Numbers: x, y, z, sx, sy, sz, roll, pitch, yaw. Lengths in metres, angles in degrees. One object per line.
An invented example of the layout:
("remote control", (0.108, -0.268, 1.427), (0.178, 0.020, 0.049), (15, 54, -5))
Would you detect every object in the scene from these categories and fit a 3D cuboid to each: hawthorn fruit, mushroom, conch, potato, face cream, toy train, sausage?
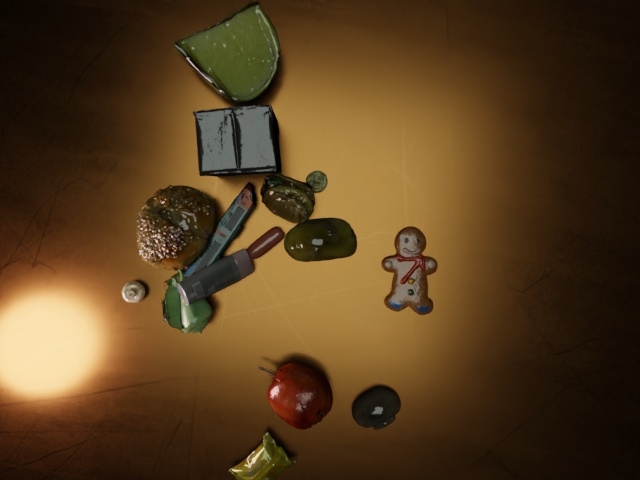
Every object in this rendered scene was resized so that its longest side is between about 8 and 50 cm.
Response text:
("hawthorn fruit", (-0.098, 0.534, 1.801), (0.299, 0.211, 0.211), (34, 91, 9))
("mushroom", (0.204, 0.622, 1.849), (0.188, 0.117, 0.141), (-30, 80, 5))
("conch", (-0.496, 0.233, 1.819), (0.250, 0.137, 0.143), (43, 114, 9))
("potato", (-0.305, -0.631, 1.782), (0.330, 0.213, 0.280), (-33, 109, -9))
("face cream", (-0.367, 0.131, 1.789), (0.269, 0.073, 0.107), (-28, 121, -26))
("potato", (0.000, 0.000, 1.826), (0.272, 0.111, 0.160), (-4, 94, 1))
("toy train", (-0.346, -0.026, 1.836), (0.089, 0.086, 0.409), (35, 91, -2))
("mushroom", (-0.686, 0.190, 1.851), (0.084, 0.067, 0.083), (0, 88, -6))
("sausage", (-0.202, 0.009, 1.848), (0.154, 0.062, 0.062), (-38, 91, 1))

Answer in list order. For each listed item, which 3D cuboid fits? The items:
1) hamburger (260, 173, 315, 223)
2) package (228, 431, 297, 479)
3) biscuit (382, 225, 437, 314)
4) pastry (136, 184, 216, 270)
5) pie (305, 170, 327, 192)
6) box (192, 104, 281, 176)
("hamburger", (-0.112, -0.155, 1.799), (0.206, 0.183, 0.130), (26, 57, 1))
("package", (-0.211, 0.832, 1.858), (0.226, 0.090, 0.168), (-44, 94, 4))
("biscuit", (0.329, 0.109, 1.862), (0.205, 0.049, 0.324), (6, 90, 1))
("pastry", (-0.519, -0.052, 1.751), (0.284, 0.184, 0.315), (28, 84, 23))
("pie", (-0.012, -0.217, 1.863), (0.084, 0.021, 0.084), (0, 87, 0))
("box", (-0.267, -0.324, 1.704), (0.251, 0.345, 0.204), (-4, 97, -1))
